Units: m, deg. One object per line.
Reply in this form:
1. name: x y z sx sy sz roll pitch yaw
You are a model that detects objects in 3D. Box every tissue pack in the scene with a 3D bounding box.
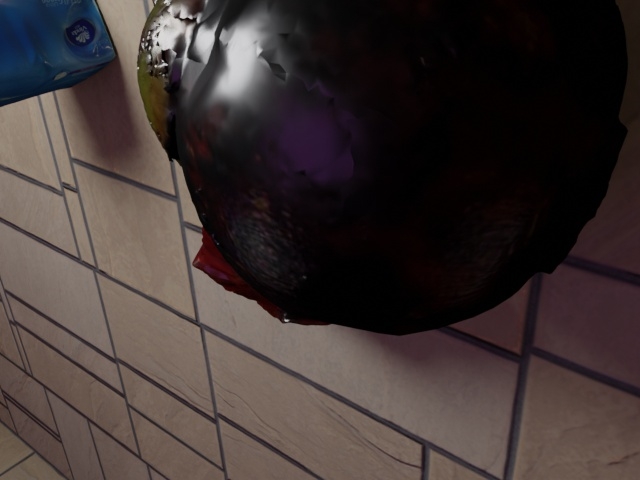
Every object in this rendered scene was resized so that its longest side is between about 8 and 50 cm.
1. tissue pack: -0.498 -0.297 1.051 0.198 0.263 0.146 -8 109 45

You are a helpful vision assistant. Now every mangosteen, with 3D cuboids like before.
1. mangosteen: 0.041 -0.106 0.581 0.421 0.381 0.380 15 124 45

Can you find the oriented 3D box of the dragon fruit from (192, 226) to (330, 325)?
1. dragon fruit: 0.000 0.000 0.869 0.302 0.240 0.330 29 161 -9
